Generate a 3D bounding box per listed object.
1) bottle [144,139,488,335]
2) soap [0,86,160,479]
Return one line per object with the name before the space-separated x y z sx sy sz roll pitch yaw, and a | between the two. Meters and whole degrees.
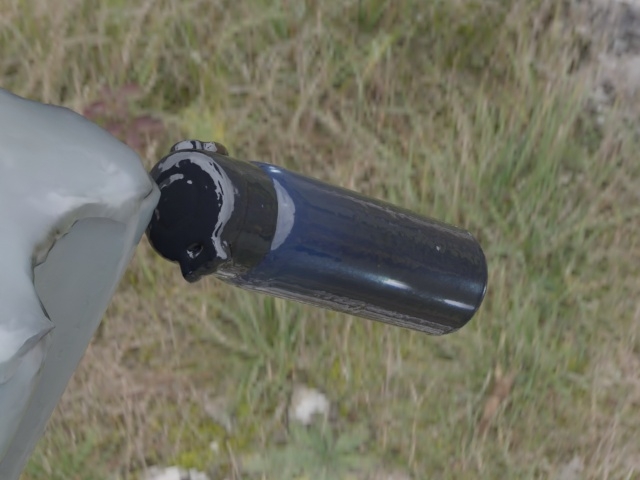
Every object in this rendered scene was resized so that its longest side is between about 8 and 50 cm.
bottle | 0.000 0.000 1.016 0.072 0.244 0.082 -28 64 32
soap | -0.324 0.079 0.887 0.350 0.435 0.213 32 32 -2
